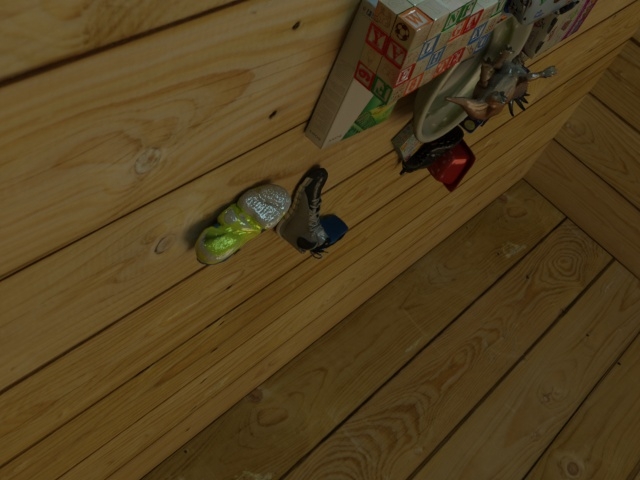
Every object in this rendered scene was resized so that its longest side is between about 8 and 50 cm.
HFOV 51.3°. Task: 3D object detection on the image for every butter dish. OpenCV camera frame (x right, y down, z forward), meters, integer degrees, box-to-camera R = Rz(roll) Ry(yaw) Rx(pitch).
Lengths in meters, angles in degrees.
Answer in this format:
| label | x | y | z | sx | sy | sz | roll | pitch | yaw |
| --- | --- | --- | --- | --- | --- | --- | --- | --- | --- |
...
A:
| label | x | y | z | sx | sy | sz | roll | pitch | yaw |
| --- | --- | --- | --- | --- | --- | --- | --- | --- | --- |
| butter dish | 0.379 | -0.255 | 2.085 | 0.118 | 0.160 | 0.160 | -2 | 141 | -33 |

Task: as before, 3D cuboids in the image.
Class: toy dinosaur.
| label | x | y | z | sx | sy | sz | roll | pitch | yaw |
| --- | --- | --- | --- | --- | --- | --- | --- | --- | --- |
| toy dinosaur | 0.420 | -0.350 | 1.588 | 0.295 | 0.127 | 0.200 | -34 | 169 | -17 |

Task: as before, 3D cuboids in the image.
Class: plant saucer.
| label | x | y | z | sx | sy | sz | roll | pitch | yaw |
| --- | --- | --- | --- | --- | --- | --- | --- | --- | --- |
| plant saucer | 0.344 | -0.420 | 1.612 | 0.400 | 0.100 | 0.400 | -40 | 164 | -14 |

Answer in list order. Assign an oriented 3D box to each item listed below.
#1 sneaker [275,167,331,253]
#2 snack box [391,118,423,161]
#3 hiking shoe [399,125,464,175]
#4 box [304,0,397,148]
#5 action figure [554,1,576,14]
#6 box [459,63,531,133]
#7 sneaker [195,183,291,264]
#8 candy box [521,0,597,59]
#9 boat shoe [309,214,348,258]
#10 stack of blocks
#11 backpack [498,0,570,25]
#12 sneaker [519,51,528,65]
| label | x | y | z | sx | sy | sz | roll | pitch | yaw |
| --- | --- | --- | --- | --- | --- | --- | --- | --- | --- |
| sneaker | -0.010 | -0.057 | 1.585 | 0.086 | 0.132 | 0.229 | -27 | 157 | -47 |
| snack box | 0.251 | -0.280 | 1.847 | 0.100 | 0.037 | 0.141 | -46 | 164 | 2 |
| hiking shoe | 0.327 | -0.276 | 2.001 | 0.227 | 0.086 | 0.114 | -30 | 170 | -19 |
| box | 0.111 | -0.340 | 1.309 | 0.232 | 0.058 | 0.322 | -31 | 160 | -40 |
| action figure | 0.616 | -0.620 | 1.385 | 0.178 | 0.330 | 0.341 | -46 | 165 | -36 |
| box | 0.439 | -0.410 | 1.809 | 0.225 | 0.136 | 0.036 | -47 | 164 | 10 |
| sneaker | -0.171 | -0.030 | 1.383 | 0.240 | 0.091 | 0.126 | -36 | 180 | -30 |
| candy box | 0.628 | -0.592 | 1.748 | 0.233 | 0.071 | 0.159 | -35 | 161 | -31 |
| boat shoe | 0.000 | 0.000 | 1.808 | 0.089 | 0.109 | 0.258 | -48 | 162 | 23 |
| stack of blocks | 0.208 | -0.383 | 1.189 | 0.297 | 0.087 | 0.171 | -35 | 161 | -30 |
| backpack | 0.407 | -0.560 | 1.255 | 0.276 | 0.213 | 0.263 | -36 | 152 | -19 |
| sneaker | 0.543 | -0.503 | 1.913 | 0.225 | 0.093 | 0.088 | -32 | 160 | -41 |
